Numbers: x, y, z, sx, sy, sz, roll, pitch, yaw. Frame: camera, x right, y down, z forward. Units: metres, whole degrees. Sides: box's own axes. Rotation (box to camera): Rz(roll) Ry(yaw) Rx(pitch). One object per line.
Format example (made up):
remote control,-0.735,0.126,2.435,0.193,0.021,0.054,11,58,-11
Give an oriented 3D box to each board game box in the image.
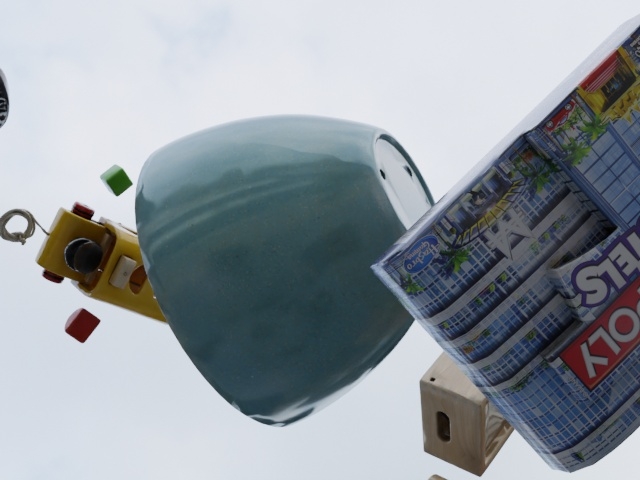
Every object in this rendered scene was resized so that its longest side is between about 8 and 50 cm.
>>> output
board game box,0.162,0.017,0.530,0.194,0.060,0.194,-44,-86,-9

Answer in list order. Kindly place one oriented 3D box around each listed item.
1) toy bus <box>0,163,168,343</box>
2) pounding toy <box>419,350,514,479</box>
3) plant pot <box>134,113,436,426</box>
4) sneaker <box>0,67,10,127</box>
toy bus,-0.245,0.027,1.243,0.202,0.104,0.191,-27,-62,-23
pounding toy,0.164,0.230,1.269,0.094,0.206,0.181,20,-45,30
plant pot,0.000,0.000,0.964,0.195,0.290,0.290,-26,-73,21
sneaker,-0.352,-0.130,0.969,0.084,0.234,0.097,-10,-101,-33
